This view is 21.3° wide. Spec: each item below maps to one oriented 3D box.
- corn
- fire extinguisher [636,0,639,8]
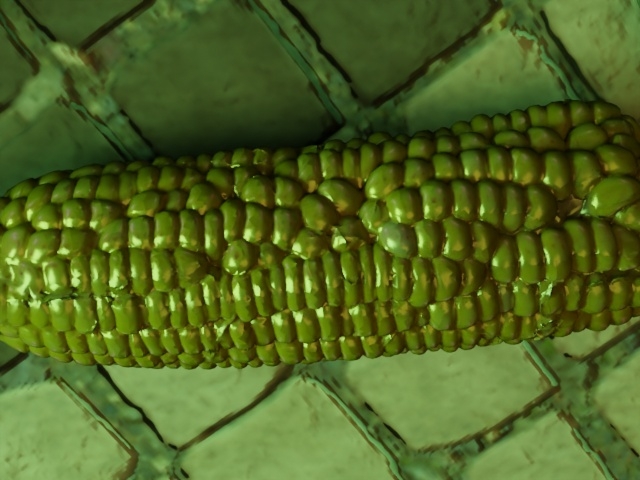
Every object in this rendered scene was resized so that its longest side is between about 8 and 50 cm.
[{"bbox_3d":[0.000,0.000,0.684,0.291,0.101,0.101,-4,115,-2],"label":"corn"},{"bbox_3d":[0.163,-0.123,0.642,0.106,0.075,0.252,-3,123,39],"label":"fire extinguisher"}]
